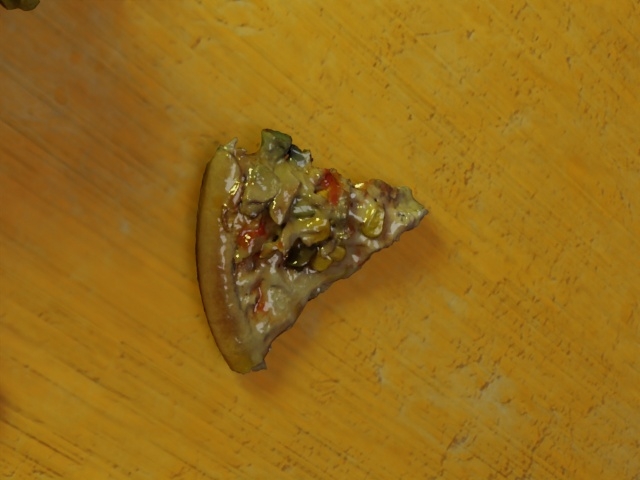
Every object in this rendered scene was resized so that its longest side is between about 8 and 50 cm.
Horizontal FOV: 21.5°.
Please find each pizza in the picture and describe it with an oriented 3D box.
[{"bbox_3d":[0.000,0.000,1.221,0.195,0.052,0.185,-17,116,-29],"label":"pizza"}]

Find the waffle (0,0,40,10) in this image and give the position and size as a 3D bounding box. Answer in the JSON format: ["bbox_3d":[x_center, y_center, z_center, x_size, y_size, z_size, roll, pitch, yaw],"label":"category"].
[{"bbox_3d":[-0.196,-0.265,1.003,0.253,0.056,0.249,18,95,-34],"label":"waffle"}]
